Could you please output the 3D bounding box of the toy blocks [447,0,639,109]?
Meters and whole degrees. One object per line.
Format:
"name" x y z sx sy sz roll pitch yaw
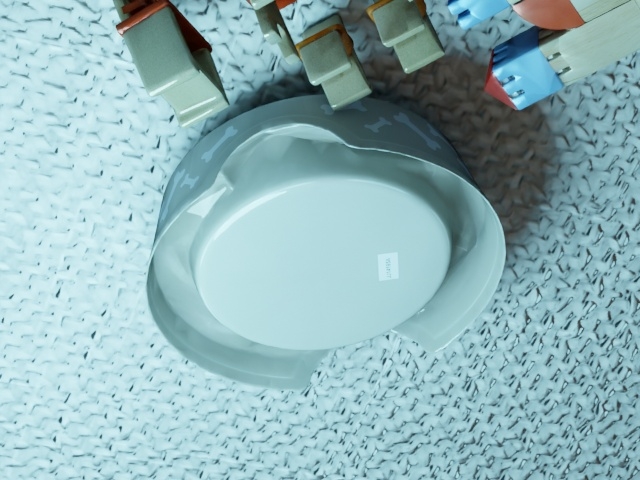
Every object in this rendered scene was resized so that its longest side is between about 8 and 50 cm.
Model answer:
"toy blocks" 0.194 -0.290 1.745 0.261 0.191 0.381 -26 118 22

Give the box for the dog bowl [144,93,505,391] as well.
"dog bowl" 0.000 0.000 1.949 0.348 0.102 0.349 -6 138 -5

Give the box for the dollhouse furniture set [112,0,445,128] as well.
"dollhouse furniture set" -0.048 -0.223 1.758 0.259 0.135 0.262 -27 151 10
